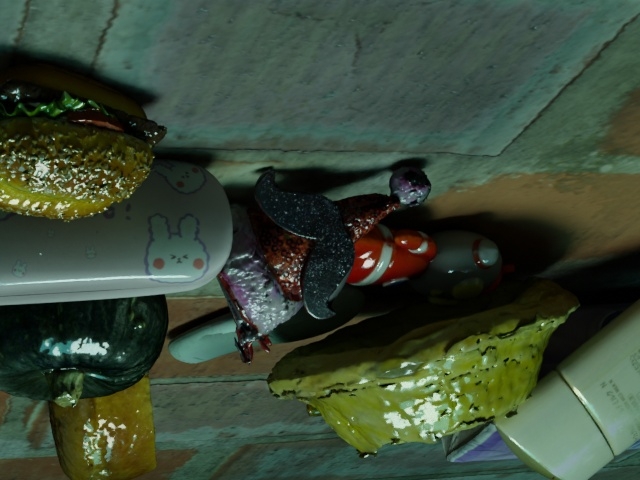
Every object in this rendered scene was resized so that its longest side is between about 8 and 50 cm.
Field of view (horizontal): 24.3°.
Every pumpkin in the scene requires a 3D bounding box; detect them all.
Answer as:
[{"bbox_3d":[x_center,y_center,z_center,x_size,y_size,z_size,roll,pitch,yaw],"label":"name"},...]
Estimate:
[{"bbox_3d":[-0.244,0.082,1.407,0.211,0.152,0.211,3,170,1],"label":"pumpkin"}]

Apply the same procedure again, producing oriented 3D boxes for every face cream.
[{"bbox_3d":[0.361,0.143,1.665,0.348,0.081,0.173,-38,132,-1],"label":"face cream"}]

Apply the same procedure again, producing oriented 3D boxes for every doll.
[{"bbox_3d":[0.096,0.022,1.499,0.245,0.076,0.142,10,160,-30],"label":"doll"}]

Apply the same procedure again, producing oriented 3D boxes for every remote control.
[{"bbox_3d":[-0.062,0.098,1.676,0.256,0.045,0.097,-19,157,32],"label":"remote control"}]

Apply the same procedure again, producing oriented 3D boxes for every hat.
[{"bbox_3d":[0.001,0.003,1.358,0.227,0.140,0.129,-25,167,8],"label":"hat"}]

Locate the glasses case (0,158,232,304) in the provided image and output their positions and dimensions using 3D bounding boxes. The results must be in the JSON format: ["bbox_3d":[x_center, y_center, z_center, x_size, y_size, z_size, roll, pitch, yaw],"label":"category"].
[{"bbox_3d":[-0.221,-0.008,1.237,0.297,0.113,0.075,-3,157,-15],"label":"glasses case"}]

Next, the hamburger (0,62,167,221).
[{"bbox_3d":[-0.206,-0.064,1.131,0.137,0.087,0.166,-25,154,37],"label":"hamburger"}]

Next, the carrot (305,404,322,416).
[{"bbox_3d":[0.061,0.217,2.045,0.170,0.042,0.042,-9,159,6],"label":"carrot"}]

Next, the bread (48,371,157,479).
[{"bbox_3d":[-0.266,0.237,1.836,0.129,0.134,0.260,-5,159,-11],"label":"bread"}]

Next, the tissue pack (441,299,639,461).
[{"bbox_3d":[0.326,0.172,1.859,0.338,0.160,0.242,-2,157,-15],"label":"tissue pack"}]

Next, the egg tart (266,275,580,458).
[{"bbox_3d":[0.121,0.137,1.589,0.345,0.132,0.345,-19,180,0],"label":"egg tart"}]
